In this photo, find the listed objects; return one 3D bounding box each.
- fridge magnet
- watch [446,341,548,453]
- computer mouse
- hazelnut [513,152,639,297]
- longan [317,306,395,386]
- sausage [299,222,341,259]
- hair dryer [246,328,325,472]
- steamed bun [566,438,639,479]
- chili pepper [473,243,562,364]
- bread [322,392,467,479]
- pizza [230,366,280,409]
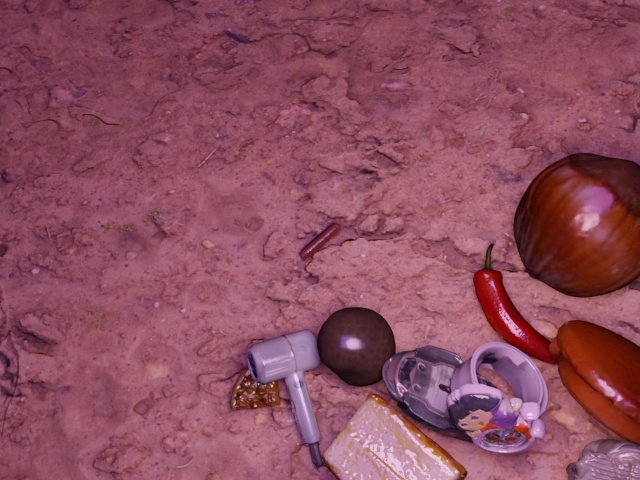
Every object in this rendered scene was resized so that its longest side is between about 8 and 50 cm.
[{"bbox_3d":[0.688,0.322,1.499,0.364,0.364,0.155,40,113,21],"label":"fridge magnet"},{"bbox_3d":[0.402,0.339,1.519,0.244,0.196,0.231,23,48,-9],"label":"watch"},{"bbox_3d":[0.325,0.395,1.637,0.389,0.115,0.199,25,59,-2],"label":"computer mouse"},{"bbox_3d":[0.658,-0.042,1.655,0.372,0.315,0.372,-15,65,36],"label":"hazelnut"},{"bbox_3d":[0.091,0.266,1.686,0.213,0.198,0.198,22,72,-14],"label":"longan"},{"bbox_3d":[0.000,0.000,1.888,0.147,0.035,0.030,-42,45,-6],"label":"sausage"},{"bbox_3d":[-0.059,0.419,1.695,0.173,0.107,0.357,-14,79,-21],"label":"hair dryer"},{"bbox_3d":[0.668,0.545,1.505,0.211,0.144,0.217,6,97,15],"label":"steamed bun"},{"bbox_3d":[0.494,0.188,1.711,0.137,0.092,0.368,-25,73,-21],"label":"chili pepper"},{"bbox_3d":[0.174,0.523,1.522,0.279,0.279,0.207,39,80,20],"label":"bread"},{"bbox_3d":[-0.160,0.387,1.759,0.134,0.046,0.175,24,75,18],"label":"pizza"}]
